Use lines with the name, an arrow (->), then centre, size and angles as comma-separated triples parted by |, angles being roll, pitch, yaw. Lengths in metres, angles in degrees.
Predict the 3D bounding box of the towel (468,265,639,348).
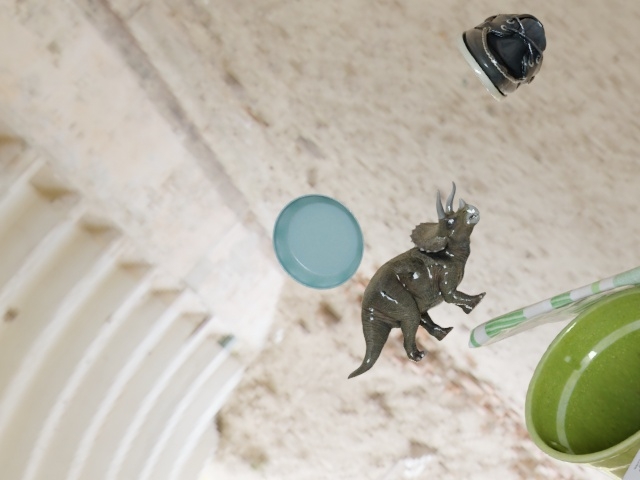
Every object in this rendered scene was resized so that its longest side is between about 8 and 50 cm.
towel -> 0.388, 0.077, 1.625 | 0.325, 0.248, 0.038 | -26, 79, 45

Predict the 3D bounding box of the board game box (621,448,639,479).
board game box -> 0.370, 0.338, 1.117 | 0.233, 0.347, 0.078 | 6, 135, 44

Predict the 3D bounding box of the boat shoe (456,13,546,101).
boat shoe -> 0.304, -0.305, 1.833 | 0.127, 0.113, 0.340 | 57, -159, 1

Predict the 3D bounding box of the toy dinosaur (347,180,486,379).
toy dinosaur -> 0.141, 0.077, 1.731 | 0.160, 0.313, 0.121 | 47, -172, 9

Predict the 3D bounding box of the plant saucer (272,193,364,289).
plant saucer -> 0.000, 0.000, 1.412 | 0.119, 0.119, 0.021 | 41, -156, 8

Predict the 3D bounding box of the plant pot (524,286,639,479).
plant pot -> 0.468, 0.246, 1.592 | 0.254, 0.276, 0.276 | 40, 174, -24
